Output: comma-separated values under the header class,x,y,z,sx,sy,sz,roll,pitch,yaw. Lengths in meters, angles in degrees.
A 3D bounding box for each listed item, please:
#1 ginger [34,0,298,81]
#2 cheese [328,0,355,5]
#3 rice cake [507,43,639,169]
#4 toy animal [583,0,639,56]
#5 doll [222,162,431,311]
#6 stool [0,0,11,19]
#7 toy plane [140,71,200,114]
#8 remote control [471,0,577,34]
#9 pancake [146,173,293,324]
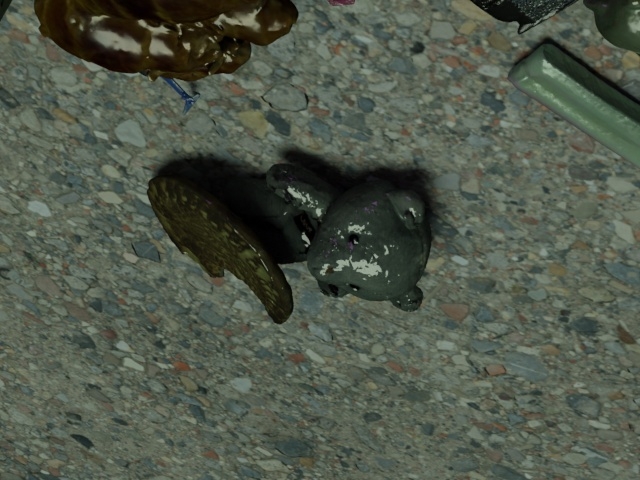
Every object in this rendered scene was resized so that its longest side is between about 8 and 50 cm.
class,x,y,z,sx,sy,sz,roll,pitch,yaw
ginger,-0.181,-0.294,2.011,0.274,0.152,0.357,34,147,-18
cheese,0.000,-0.334,1.953,0.095,0.038,0.145,-2,134,30
rice cake,0.334,-0.157,2.010,0.222,0.042,0.080,31,145,-15
toy animal,0.411,-0.218,1.804,0.251,0.127,0.125,29,144,-17
doll,-0.001,0.005,2.333,0.340,0.158,0.245,8,133,26
stool,-0.463,-0.428,1.968,0.244,0.170,0.269,19,147,3
toy plane,-0.220,-0.234,2.223,0.167,0.054,0.062,46,166,-31
remote control,0.130,-0.364,1.758,0.145,0.062,0.399,-30,132,35
pancake,-0.145,0.012,2.438,0.286,0.033,0.288,49,161,-13
